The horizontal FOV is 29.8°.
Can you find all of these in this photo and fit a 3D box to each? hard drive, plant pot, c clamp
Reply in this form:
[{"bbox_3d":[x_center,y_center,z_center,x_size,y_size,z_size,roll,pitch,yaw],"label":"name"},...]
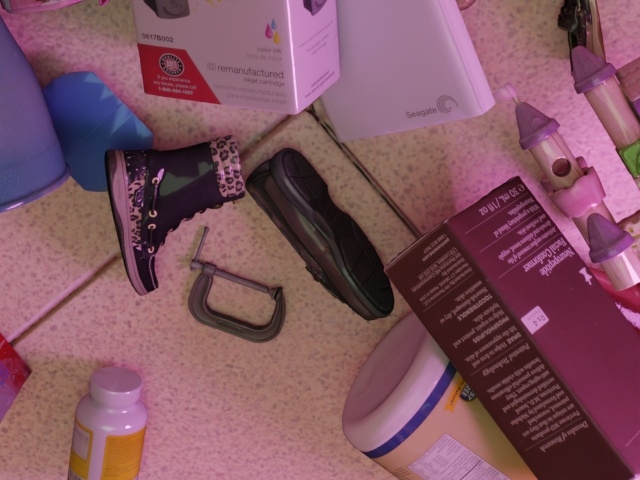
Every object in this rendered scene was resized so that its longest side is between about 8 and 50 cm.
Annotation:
[{"bbox_3d":[0.048,-0.298,1.461,0.233,0.047,0.353,-7,116,42],"label":"hard drive"},{"bbox_3d":[-0.470,-0.174,1.472,0.271,0.272,0.255,-8,110,6],"label":"plant pot"},{"bbox_3d":[-0.117,0.074,1.689,0.160,0.022,0.137,25,110,-6],"label":"c clamp"}]

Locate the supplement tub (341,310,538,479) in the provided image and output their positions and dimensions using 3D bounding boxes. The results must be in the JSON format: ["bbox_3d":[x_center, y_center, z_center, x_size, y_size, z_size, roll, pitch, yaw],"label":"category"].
[{"bbox_3d":[0.212,0.260,1.635,0.316,0.228,0.228,36,109,-11],"label":"supplement tub"}]

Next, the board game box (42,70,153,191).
[{"bbox_3d":[-0.302,-0.147,1.607,0.133,0.033,0.169,-39,103,23],"label":"board game box"}]

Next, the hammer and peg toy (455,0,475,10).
[{"bbox_3d":[0.238,-0.442,1.387,0.361,0.127,0.266,-36,95,14],"label":"hammer and peg toy"}]

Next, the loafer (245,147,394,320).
[{"bbox_3d":[0.000,0.000,1.629,0.084,0.096,0.267,-27,102,34],"label":"loafer"}]

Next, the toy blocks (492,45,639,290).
[{"bbox_3d":[0.386,-0.132,1.433,0.288,0.309,0.260,-30,97,13],"label":"toy blocks"}]

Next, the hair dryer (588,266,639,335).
[{"bbox_3d":[0.460,0.051,1.623,0.293,0.080,0.224,-5,113,-10],"label":"hair dryer"}]

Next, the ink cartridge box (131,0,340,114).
[{"bbox_3d":[-0.107,-0.320,1.419,0.226,0.131,0.306,10,124,25],"label":"ink cartridge box"}]

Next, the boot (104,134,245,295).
[{"bbox_3d":[-0.187,-0.033,1.614,0.178,0.085,0.236,-12,131,-9],"label":"boot"}]

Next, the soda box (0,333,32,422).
[{"bbox_3d":[-0.486,0.224,1.637,0.083,0.263,0.092,-31,106,14],"label":"soda box"}]

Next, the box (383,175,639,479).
[{"bbox_3d":[0.276,0.125,1.516,0.381,0.191,0.143,54,133,5],"label":"box"}]

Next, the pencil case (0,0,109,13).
[{"bbox_3d":[-0.355,-0.460,1.421,0.160,0.167,0.386,-26,113,-27],"label":"pencil case"}]

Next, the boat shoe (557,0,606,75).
[{"bbox_3d":[0.323,-0.275,1.510,0.049,0.056,0.152,-17,110,4],"label":"boat shoe"}]

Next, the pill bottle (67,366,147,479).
[{"bbox_3d":[-0.305,0.280,1.737,0.103,0.103,0.184,11,112,-2],"label":"pill bottle"}]
